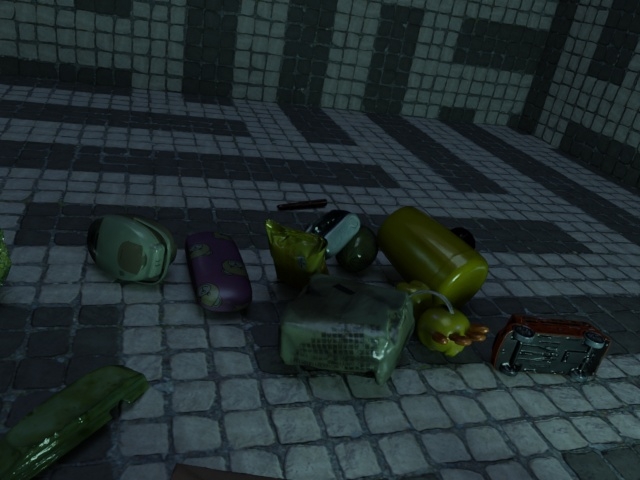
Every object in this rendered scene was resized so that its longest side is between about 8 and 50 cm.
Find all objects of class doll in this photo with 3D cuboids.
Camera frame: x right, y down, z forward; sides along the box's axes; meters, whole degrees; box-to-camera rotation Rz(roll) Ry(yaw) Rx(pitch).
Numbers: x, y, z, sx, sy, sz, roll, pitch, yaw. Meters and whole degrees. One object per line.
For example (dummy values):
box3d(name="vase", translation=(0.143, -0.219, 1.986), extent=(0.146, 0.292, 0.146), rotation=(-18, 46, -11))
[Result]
box3d(name="doll", translation=(0.255, 0.173, 1.196), extent=(0.143, 0.135, 0.221), rotation=(-4, 17, -32))

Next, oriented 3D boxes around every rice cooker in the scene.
box3d(name="rice cooker", translation=(-0.424, 0.013, 1.253), extent=(0.206, 0.145, 0.127), rotation=(19, 17, 10))

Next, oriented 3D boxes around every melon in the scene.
box3d(name="melon", translation=(0.096, 0.020, 1.471), extent=(0.114, 0.114, 0.167), rotation=(15, 28, 8))

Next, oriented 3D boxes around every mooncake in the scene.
box3d(name="mooncake", translation=(0.053, 0.178, 1.108), extent=(0.254, 0.136, 0.250), rotation=(10, 24, 14))

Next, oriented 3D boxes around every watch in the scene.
box3d(name="watch", translation=(0.000, 0.000, 1.418), extent=(0.206, 0.068, 0.193), rotation=(-48, 18, -31))

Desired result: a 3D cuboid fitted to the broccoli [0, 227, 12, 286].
box3d(name="broccoli", translation=(-0.705, 0.052, 1.038), extent=(0.198, 0.176, 0.226), rotation=(19, 12, 26))

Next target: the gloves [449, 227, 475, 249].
box3d(name="gloves", translation=(0.331, 0.030, 1.543), extent=(0.203, 0.124, 0.164), rotation=(-27, 8, -16))

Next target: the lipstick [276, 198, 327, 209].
box3d(name="lipstick", translation=(-0.058, -0.115, 1.781), extent=(0.176, 0.027, 0.027), rotation=(-8, 32, -31))

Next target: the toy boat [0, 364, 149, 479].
box3d(name="toy boat", translation=(-0.382, 0.272, 0.846), extent=(0.093, 0.055, 0.293), rotation=(18, 27, 20))

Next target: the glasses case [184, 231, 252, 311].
box3d(name="glasses case", translation=(-0.242, 0.065, 1.290), extent=(0.123, 0.076, 0.316), rotation=(-1, 28, -20))

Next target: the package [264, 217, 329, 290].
box3d(name="package", translation=(-0.046, 0.047, 1.269), extent=(0.168, 0.226, 0.090), rotation=(19, 57, 24))

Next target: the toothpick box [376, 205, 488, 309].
box3d(name="toothpick box", translation=(0.266, 0.036, 1.384), extent=(0.175, 0.175, 0.271), rotation=(-11, 45, -38))

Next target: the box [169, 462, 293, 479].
box3d(name="box", translation=(-0.108, 0.392, 0.673), extent=(0.215, 0.086, 0.215), rotation=(11, 27, -1))

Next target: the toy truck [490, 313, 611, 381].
box3d(name="toy truck", translation=(0.487, 0.228, 1.207), extent=(0.252, 0.108, 0.114), rotation=(7, 25, -11))
